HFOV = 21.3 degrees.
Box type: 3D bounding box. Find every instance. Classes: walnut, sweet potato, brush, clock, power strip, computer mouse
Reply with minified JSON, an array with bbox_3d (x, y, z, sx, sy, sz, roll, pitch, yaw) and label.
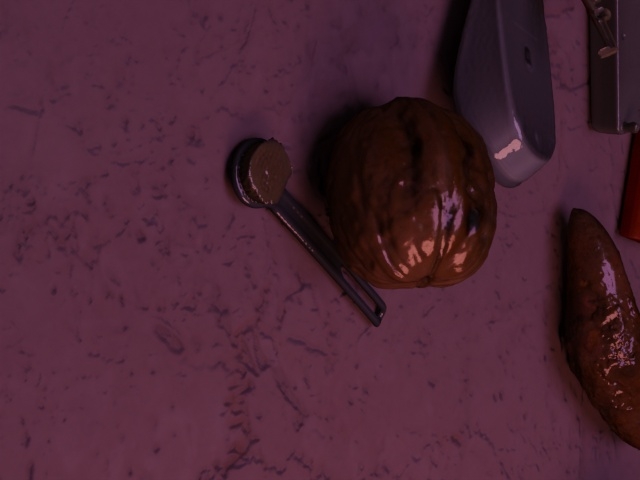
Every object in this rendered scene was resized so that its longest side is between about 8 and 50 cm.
[{"bbox_3d":[0.081,-0.045,1.535,0.155,0.155,0.184,16,64,-48],"label":"walnut"},{"bbox_3d":[0.319,0.124,1.870,0.114,0.092,0.341,-70,144,-49],"label":"sweet potato"},{"bbox_3d":[0.000,0.000,1.542,0.266,0.027,0.062,49,57,-41],"label":"brush"},{"bbox_3d":[0.400,-0.068,1.940,0.113,0.061,0.155,6,96,-48],"label":"clock"},{"bbox_3d":[0.355,-0.232,1.857,0.145,0.061,0.215,-18,111,-43],"label":"power strip"},{"bbox_3d":[0.175,-0.164,1.667,0.128,0.079,0.231,30,56,-56],"label":"computer mouse"}]

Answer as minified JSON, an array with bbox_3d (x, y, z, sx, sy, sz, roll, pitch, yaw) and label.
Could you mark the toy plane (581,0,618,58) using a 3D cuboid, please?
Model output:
[{"bbox_3d":[0.243,-0.283,1.681,0.229,0.092,0.244,60,29,7],"label":"toy plane"}]
